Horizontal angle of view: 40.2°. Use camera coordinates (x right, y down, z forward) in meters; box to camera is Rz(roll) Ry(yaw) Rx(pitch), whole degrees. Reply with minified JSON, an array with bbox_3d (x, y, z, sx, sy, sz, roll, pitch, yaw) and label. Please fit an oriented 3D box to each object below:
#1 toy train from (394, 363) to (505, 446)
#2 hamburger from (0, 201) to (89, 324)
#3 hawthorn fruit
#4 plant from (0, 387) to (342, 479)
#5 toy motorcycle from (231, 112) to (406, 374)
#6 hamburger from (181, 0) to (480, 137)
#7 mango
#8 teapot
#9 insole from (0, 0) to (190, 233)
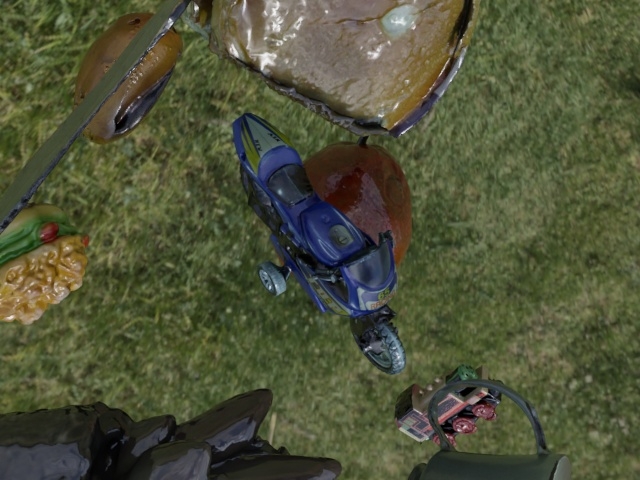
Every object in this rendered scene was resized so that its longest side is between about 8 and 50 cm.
[{"bbox_3d":[0.155,0.195,1.050,0.087,0.050,0.138,33,127,-15],"label":"toy train"},{"bbox_3d":[-0.510,0.049,1.551,0.149,0.237,0.237,49,119,14],"label":"hamburger"},{"bbox_3d":[0.043,-0.048,1.328,0.224,0.224,0.261,14,91,-3],"label":"hawthorn fruit"},{"bbox_3d":[-0.151,0.199,0.608,0.320,0.194,0.181,6,158,-9],"label":"plant"},{"bbox_3d":[0.000,0.000,0.939,0.113,0.315,0.169,-30,159,-21],"label":"toy motorcycle"},{"bbox_3d":[0.025,-0.273,1.004,0.318,0.195,0.277,29,105,-34],"label":"hamburger"},{"bbox_3d":[-0.337,-0.279,1.501,0.151,0.156,0.249,31,93,4],"label":"mango"},{"bbox_3d":[0.119,0.233,0.721,0.148,0.239,0.162,6,166,26],"label":"teapot"},{"bbox_3d":[-0.232,-0.105,0.811,0.009,0.119,0.348,39,97,-26],"label":"insole"}]
